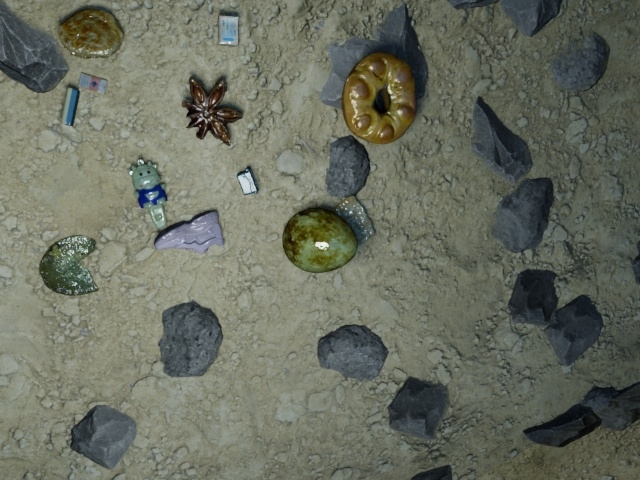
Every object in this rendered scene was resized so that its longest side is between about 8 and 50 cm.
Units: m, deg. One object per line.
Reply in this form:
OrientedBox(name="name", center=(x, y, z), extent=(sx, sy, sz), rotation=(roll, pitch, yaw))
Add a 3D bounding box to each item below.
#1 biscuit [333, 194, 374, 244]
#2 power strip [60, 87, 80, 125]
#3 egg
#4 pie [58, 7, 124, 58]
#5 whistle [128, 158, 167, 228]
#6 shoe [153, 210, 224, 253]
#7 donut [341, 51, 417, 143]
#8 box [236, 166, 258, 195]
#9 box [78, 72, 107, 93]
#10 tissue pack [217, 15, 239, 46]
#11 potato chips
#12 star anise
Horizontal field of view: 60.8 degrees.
OrientedBox(name="biscuit", center=(0.117, -0.044, 2.116), extent=(0.188, 0.040, 0.265), rotation=(8, 100, -17))
OrientedBox(name="power strip", center=(-0.810, -0.434, 1.768), extent=(0.032, 0.056, 0.123), rotation=(13, 97, -17))
OrientedBox(name="egg", center=(0.000, 0.000, 1.966), extent=(0.238, 0.290, 0.237), rotation=(-6, 98, -56))
OrientedBox(name="pie", center=(-0.726, -0.657, 1.738), extent=(0.194, 0.079, 0.163), rotation=(1, 91, -15))
OrientedBox(name="whistle", center=(-0.581, -0.159, 1.869), extent=(0.110, 0.092, 0.244), rotation=(-19, 104, -22))
OrientedBox(name="shoe", center=(-0.460, -0.005, 1.933), extent=(0.245, 0.095, 0.137), rotation=(-26, 104, -16))
OrientedBox(name="donut", center=(0.213, -0.513, 1.990), extent=(0.299, 0.150, 0.317), rotation=(33, 90, -19))
OrientedBox(name="box", center=(-0.263, -0.210, 1.962), extent=(0.054, 0.074, 0.099), rotation=(-18, 106, 3))
OrientedBox(name="box", center=(-0.748, -0.516, 1.792), extent=(0.083, 0.012, 0.046), rotation=(15, 95, -16))
OrientedBox(name="tissue pack", center=(-0.312, -0.708, 1.851), extent=(0.074, 0.059, 0.094), rotation=(0, 101, -13))
OrientedBox(name="potato chips", center=(-0.853, 0.086, 1.876), extent=(0.202, 0.029, 0.219), rotation=(17, 98, -15))
OrientedBox(name="star anise", center=(-0.374, -0.448, 1.872), extent=(0.214, 0.099, 0.219), rotation=(8, 94, -31))
